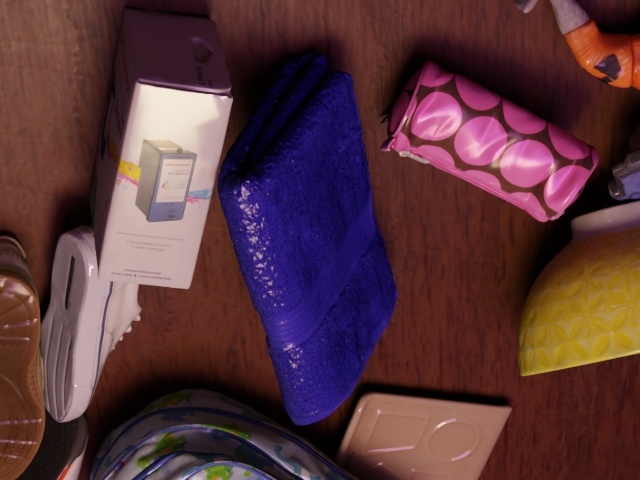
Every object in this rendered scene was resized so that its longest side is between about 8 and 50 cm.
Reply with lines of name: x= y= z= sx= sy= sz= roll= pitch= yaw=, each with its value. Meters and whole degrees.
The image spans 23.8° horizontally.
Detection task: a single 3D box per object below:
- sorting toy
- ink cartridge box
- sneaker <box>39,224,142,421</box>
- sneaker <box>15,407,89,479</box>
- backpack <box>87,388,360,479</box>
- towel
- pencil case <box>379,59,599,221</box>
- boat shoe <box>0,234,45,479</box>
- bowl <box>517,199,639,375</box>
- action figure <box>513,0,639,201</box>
sorting toy: x=0.105 y=0.257 z=1.797 sx=0.208 sy=0.038 sz=0.193 roll=6 pitch=123 yaw=-25
ink cartridge box: x=-0.151 y=-0.086 z=1.403 sx=0.093 sy=0.154 sz=0.212 roll=7 pitch=123 yaw=-17
sneaker: x=-0.227 y=0.086 z=1.547 sx=0.091 sy=0.094 sz=0.258 roll=-16 pitch=143 yaw=-36
sneaker: x=-0.312 y=0.302 z=1.685 sx=0.270 sy=0.090 sz=0.145 roll=-61 pitch=153 yaw=1
backpack: x=-0.092 y=0.324 z=1.657 sx=0.290 sy=0.273 sz=0.355 roll=-42 pitch=96 yaw=11
towel: x=0.000 y=0.000 z=1.470 sx=0.076 sy=0.227 sz=0.308 roll=2 pitch=131 yaw=23
pencil case: x=0.167 y=-0.092 z=1.501 sx=0.209 sy=0.095 sz=0.098 roll=25 pitch=79 yaw=-9
boat shoe: x=-0.327 y=0.130 z=1.550 sx=0.105 sy=0.089 sz=0.285 roll=8 pitch=124 yaw=-12
bowl: x=0.339 y=0.041 z=1.610 sx=0.289 sy=0.289 sz=0.156 roll=-10 pitch=83 yaw=-9
action figure: x=0.401 y=-0.186 z=1.481 sx=0.341 sy=0.178 sz=0.330 roll=-19 pitch=138 yaw=31
